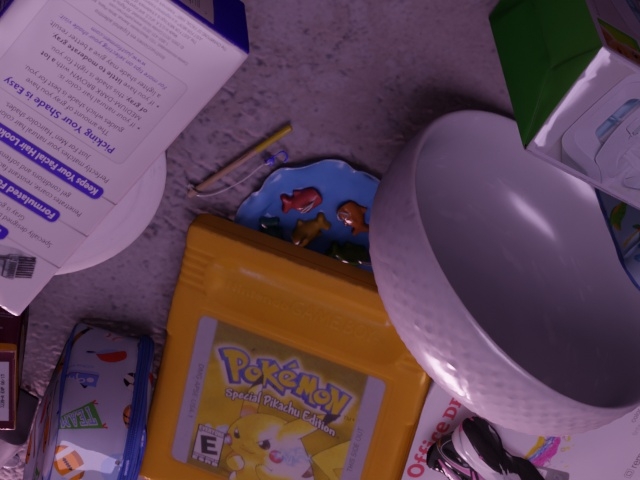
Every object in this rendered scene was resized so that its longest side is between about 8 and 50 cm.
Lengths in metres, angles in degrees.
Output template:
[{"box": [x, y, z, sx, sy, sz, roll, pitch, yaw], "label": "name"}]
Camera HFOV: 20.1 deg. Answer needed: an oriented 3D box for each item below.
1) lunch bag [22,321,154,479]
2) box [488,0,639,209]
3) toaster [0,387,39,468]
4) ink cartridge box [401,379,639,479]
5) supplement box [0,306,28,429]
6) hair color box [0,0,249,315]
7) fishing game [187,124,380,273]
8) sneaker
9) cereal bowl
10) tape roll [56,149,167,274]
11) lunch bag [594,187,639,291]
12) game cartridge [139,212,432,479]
[{"box": [-0.256, 0.259, 1.923, 0.115, 0.243, 0.303, 12, 122, -10], "label": "lunch bag"}, {"box": [0.294, -0.142, 1.673, 0.231, 0.262, 0.127, 25, 119, -18], "label": "box"}, {"box": [-0.423, 0.206, 1.958, 0.185, 0.110, 0.168, 34, 115, -23], "label": "toaster"}, {"box": [0.239, 0.188, 1.971, 0.306, 0.131, 0.226, 16, 122, -15], "label": "ink cartridge box"}, {"box": [-0.343, 0.095, 1.840, 0.081, 0.188, 0.104, 3, 124, -6], "label": "supplement box"}, {"box": [-0.236, -0.114, 1.554, 0.185, 0.110, 0.339, 34, 113, -24], "label": "hair color box"}, {"box": [0.000, 0.000, 1.886, 0.189, 0.041, 0.264, -28, 121, 18], "label": "fishing game"}, {"box": [0.179, 0.259, 1.907, 0.077, 0.072, 0.178, -27, 114, 30], "label": "sneaker"}, {"box": [0.174, 0.046, 1.764, 0.339, 0.339, 0.141, 34, 131, -23], "label": "cereal bowl"}, {"box": [-0.265, -0.111, 1.718, 0.246, 0.169, 0.246, -2, 124, -3], "label": "tape roll"}, {"box": [0.366, 0.001, 1.798, 0.090, 0.219, 0.176, -40, 120, 22], "label": "lunch bag"}, {"box": [-0.035, 0.160, 1.896, 0.285, 0.053, 0.324, 19, 120, 10], "label": "game cartridge"}]
